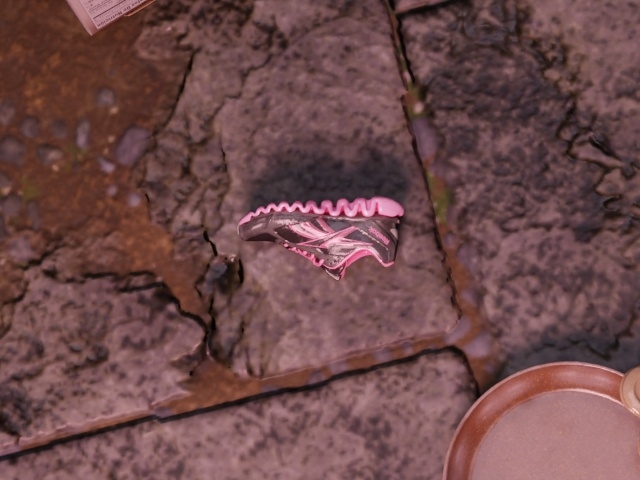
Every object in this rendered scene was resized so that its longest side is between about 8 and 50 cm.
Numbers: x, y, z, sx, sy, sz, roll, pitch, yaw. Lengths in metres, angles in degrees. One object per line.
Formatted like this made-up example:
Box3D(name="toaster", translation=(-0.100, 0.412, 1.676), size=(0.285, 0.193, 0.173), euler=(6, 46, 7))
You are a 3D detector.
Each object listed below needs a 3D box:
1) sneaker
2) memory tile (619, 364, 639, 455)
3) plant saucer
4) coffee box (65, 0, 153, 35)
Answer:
Box3D(name="sneaker", translation=(0.000, 0.000, 1.259), size=(0.119, 0.047, 0.057), euler=(-3, 86, 9))
Box3D(name="memory tile", translation=(0.278, 0.123, 1.177), size=(0.148, 0.012, 0.113), euler=(-12, 73, -11))
Box3D(name="plant saucer", translation=(0.166, 0.165, 1.194), size=(0.168, 0.029, 0.169), euler=(-2, 76, 8))
Box3D(name="coffee box", translation=(-0.183, -0.263, 1.246), size=(0.098, 0.246, 0.141), euler=(-32, 73, -2))
